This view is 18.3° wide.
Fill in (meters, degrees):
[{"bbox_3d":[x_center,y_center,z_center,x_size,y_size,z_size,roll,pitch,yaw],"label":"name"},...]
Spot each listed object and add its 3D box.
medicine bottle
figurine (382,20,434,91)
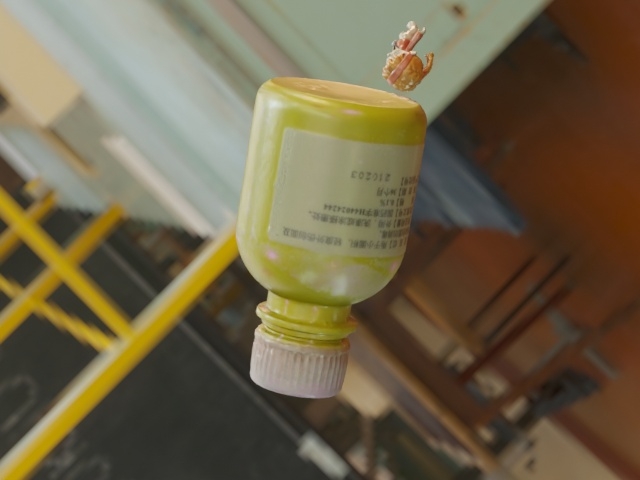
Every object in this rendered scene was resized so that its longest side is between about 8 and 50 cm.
[{"bbox_3d":[0.000,0.000,1.392,0.121,0.212,0.122,9,-169,-2],"label":"medicine bottle"},{"bbox_3d":[0.091,-0.191,2.051,0.047,0.064,0.109,29,-148,-12],"label":"figurine"}]
